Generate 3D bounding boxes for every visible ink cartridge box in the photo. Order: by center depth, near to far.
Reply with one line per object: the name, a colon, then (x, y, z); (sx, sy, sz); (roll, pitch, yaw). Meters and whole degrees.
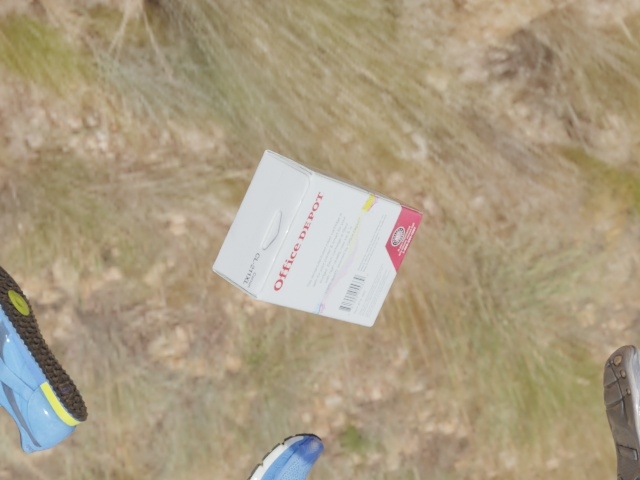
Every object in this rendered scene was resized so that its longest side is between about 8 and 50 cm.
ink cartridge box: (0.000, 0.000, 1.155); (0.175, 0.072, 0.127); (18, 99, -49)

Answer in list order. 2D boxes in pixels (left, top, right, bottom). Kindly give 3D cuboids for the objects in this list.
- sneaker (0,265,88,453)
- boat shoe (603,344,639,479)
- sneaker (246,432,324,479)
sneaker: (-0.316, 0.114, 1.215); (0.082, 0.209, 0.069); (-33, 170, 11)
boat shoe: (0.415, 0.280, 1.426); (0.116, 0.324, 0.123); (-7, -174, -10)
sneaker: (-0.066, 0.423, 1.676); (0.147, 0.330, 0.130); (25, 160, 4)
